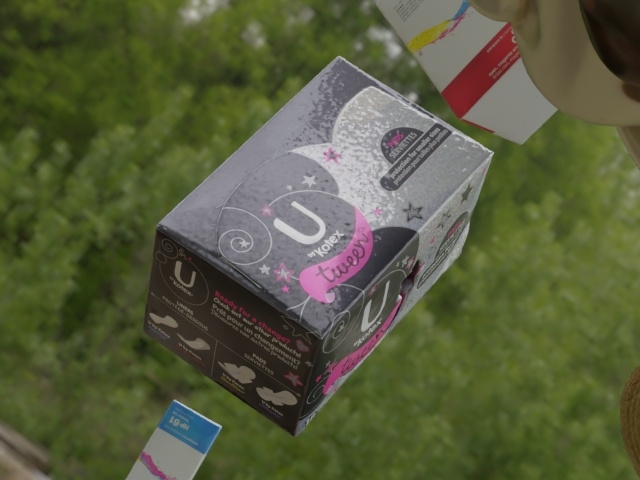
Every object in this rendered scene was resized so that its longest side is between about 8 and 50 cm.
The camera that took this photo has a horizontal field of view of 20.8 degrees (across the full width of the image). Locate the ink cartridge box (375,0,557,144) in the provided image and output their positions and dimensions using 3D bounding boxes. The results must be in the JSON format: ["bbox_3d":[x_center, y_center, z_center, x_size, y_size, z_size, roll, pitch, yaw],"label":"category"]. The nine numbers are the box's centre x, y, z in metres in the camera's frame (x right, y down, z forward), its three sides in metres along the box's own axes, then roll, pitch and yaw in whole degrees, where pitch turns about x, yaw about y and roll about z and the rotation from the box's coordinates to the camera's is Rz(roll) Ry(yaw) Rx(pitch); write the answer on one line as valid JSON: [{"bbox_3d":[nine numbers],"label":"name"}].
[{"bbox_3d":[0.169,-0.210,1.749,0.128,0.127,0.176,13,37,-52],"label":"ink cartridge box"}]

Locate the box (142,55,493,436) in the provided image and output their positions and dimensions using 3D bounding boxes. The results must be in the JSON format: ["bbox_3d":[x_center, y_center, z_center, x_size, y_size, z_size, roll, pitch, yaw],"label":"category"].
[{"bbox_3d":[0.000,0.000,1.374,0.163,0.247,0.142,33,-36,16],"label":"box"}]

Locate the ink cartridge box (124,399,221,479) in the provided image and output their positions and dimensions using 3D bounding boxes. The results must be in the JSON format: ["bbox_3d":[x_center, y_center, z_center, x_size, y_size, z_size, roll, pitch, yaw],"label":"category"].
[{"bbox_3d":[-0.140,0.207,1.521,0.052,0.122,0.088,29,-13,-2],"label":"ink cartridge box"}]

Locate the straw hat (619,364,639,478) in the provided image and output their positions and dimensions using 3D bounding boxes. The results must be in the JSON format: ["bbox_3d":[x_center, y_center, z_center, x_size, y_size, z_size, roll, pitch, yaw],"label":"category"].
[{"bbox_3d":[0.297,0.149,1.318,0.144,0.061,0.144,31,-51,47],"label":"straw hat"}]

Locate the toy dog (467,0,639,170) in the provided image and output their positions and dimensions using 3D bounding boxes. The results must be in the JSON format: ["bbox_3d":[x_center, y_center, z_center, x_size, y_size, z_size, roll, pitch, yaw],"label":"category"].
[{"bbox_3d":[0.235,-0.203,1.204,0.284,0.395,0.408,-4,8,-8],"label":"toy dog"}]
